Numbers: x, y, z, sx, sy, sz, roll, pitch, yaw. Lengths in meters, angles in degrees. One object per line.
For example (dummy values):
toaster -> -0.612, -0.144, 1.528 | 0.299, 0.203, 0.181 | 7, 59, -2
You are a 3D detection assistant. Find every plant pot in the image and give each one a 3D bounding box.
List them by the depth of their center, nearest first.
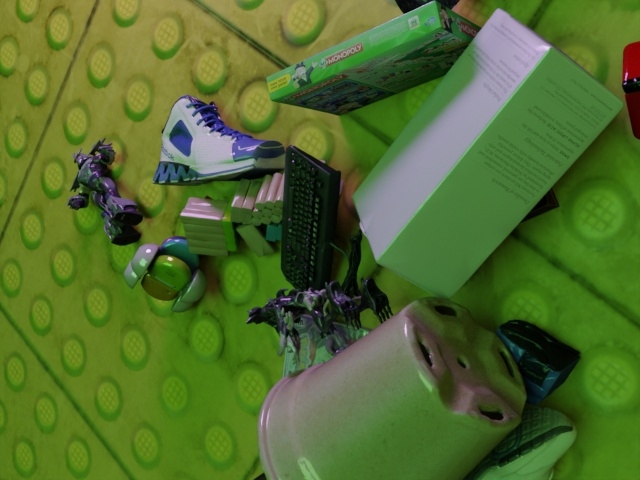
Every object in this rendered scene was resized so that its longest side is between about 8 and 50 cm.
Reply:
plant pot -> 0.123, 0.257, 1.104 | 0.305, 0.334, 0.333 | -50, 64, 33

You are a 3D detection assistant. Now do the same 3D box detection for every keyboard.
keyboard -> 0.000, 0.000, 1.303 | 0.202, 0.033, 0.317 | 33, 139, 28

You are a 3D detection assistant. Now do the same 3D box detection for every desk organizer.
desk organizer -> 0.306, -0.050, 1.172 | 0.130, 0.050, 0.047 | -26, 76, 32

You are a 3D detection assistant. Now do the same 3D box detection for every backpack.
backpack -> 0.317, 0.187, 1.139 | 0.120, 0.098, 0.101 | 37, 115, 27

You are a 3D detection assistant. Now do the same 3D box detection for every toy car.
toy car -> -0.313, 0.057, 1.547 | 0.182, 0.159, 0.136 | -40, 22, 58

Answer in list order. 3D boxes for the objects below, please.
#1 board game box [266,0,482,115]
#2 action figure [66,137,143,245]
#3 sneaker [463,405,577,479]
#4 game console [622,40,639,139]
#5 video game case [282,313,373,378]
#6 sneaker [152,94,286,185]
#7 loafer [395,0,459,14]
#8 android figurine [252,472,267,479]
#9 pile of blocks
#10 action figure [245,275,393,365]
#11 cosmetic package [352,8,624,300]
board game box -> 0.099, -0.288, 1.214 | 0.317, 0.214, 0.046 | -15, 82, 33
action figure -> -0.509, -0.121, 1.704 | 0.285, 0.099, 0.185 | 49, 124, 28
sneaker -> 0.306, 0.367, 1.141 | 0.129, 0.111, 0.297 | 33, 128, 2
game console -> 0.516, -0.227, 1.050 | 0.144, 0.085, 0.124 | -7, 55, 34
video game case -> 0.007, 0.249, 1.396 | 0.184, 0.023, 0.201 | 10, 96, 34
sneaker -> -0.227, -0.209, 1.489 | 0.316, 0.127, 0.182 | -2, 92, 36
loafer -> 0.170, -0.410, 1.209 | 0.078, 0.076, 0.223 | -29, 30, 2
android figurine -> -0.024, 0.554, 1.371 | 0.248, 0.056, 0.272 | -28, 86, 38
pile of blocks -> -0.104, -0.065, 1.438 | 0.362, 0.149, 0.112 | -13, 40, 25
action figure -> -0.017, 0.144, 1.272 | 0.276, 0.164, 0.140 | -17, 84, 48
cosmetic package -> 0.228, -0.126, 1.103 | 0.385, 0.156, 0.217 | -53, 24, 23
